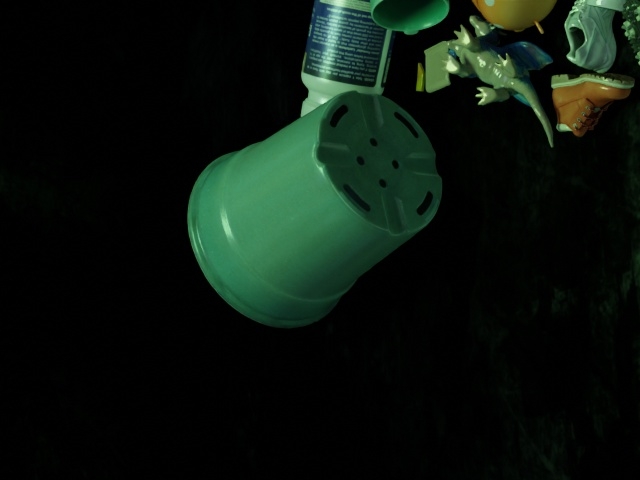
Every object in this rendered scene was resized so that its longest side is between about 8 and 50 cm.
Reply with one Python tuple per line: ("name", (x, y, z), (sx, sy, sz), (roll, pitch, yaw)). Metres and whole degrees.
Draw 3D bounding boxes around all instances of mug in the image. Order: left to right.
("mug", (0.139, -0.413, 1.880), (0.157, 0.129, 0.098), (-32, 55, 58))

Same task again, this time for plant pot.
("plant pot", (0.005, -0.068, 1.913), (0.334, 0.341, 0.341), (-34, 56, 47))

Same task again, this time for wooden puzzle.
("wooden puzzle", (0.194, -0.286, 1.884), (0.116, 0.014, 0.079), (0, 91, 63))

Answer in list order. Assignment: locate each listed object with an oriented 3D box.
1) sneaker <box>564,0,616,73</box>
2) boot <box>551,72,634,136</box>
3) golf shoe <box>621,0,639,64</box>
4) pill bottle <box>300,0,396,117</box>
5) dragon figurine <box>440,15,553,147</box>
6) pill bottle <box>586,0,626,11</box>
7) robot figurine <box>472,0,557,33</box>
("sneaker", (0.359, -0.302, 1.515), (0.053, 0.061, 0.152), (164, 109, -63))
("boot", (0.360, -0.180, 1.505), (0.158, 0.059, 0.085), (-170, 82, -71))
("golf shoe", (0.410, -0.298, 1.355), (0.273, 0.120, 0.105), (64, 176, 2))
("pill bottle", (0.050, -0.334, 2.017), (0.153, 0.153, 0.265), (34, 116, 59))
("dragon figurine", (0.274, -0.244, 1.643), (0.289, 0.144, 0.085), (41, 123, 34))
("pill bottle", (0.387, -0.362, 1.449), (0.078, 0.078, 0.137), (35, 117, 59))
("robot figurine", (0.264, -0.389, 1.636), (0.158, 0.128, 0.219), (-64, 34, 36))
